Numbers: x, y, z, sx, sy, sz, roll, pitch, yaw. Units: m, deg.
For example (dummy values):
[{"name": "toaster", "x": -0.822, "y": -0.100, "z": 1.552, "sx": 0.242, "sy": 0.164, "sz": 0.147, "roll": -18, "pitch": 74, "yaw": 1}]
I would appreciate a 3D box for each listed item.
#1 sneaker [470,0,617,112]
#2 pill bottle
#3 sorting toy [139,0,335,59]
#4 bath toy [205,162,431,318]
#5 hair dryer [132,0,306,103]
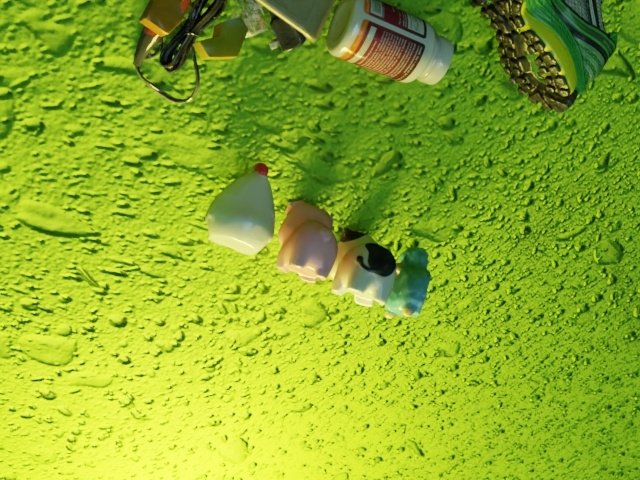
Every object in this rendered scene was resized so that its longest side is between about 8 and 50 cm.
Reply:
[{"name": "sneaker", "x": 0.270, "y": -0.340, "z": 1.015, "sx": 0.146, "sy": 0.134, "sz": 0.343, "roll": -44, "pitch": 122, "yaw": -13}, {"name": "pill bottle", "x": 0.092, "y": -0.257, "z": 1.026, "sx": 0.152, "sy": 0.086, "sz": 0.086, "roll": 17, "pitch": 116, "yaw": -23}, {"name": "sorting toy", "x": -0.062, "y": -0.328, "z": 0.870, "sx": 0.229, "sy": 0.041, "sz": 0.307, "roll": 31, "pitch": 74, "yaw": -31}, {"name": "bath toy", "x": 0.000, "y": 0.000, "z": 1.147, "sx": 0.348, "sy": 0.151, "sz": 0.128, "roll": 25, "pitch": 75, "yaw": -24}, {"name": "hair dryer", "x": -0.156, "y": -0.309, "z": 0.933, "sx": 0.224, "sy": 0.080, "sz": 0.293, "roll": -23, "pitch": 124, "yaw": 2}]
